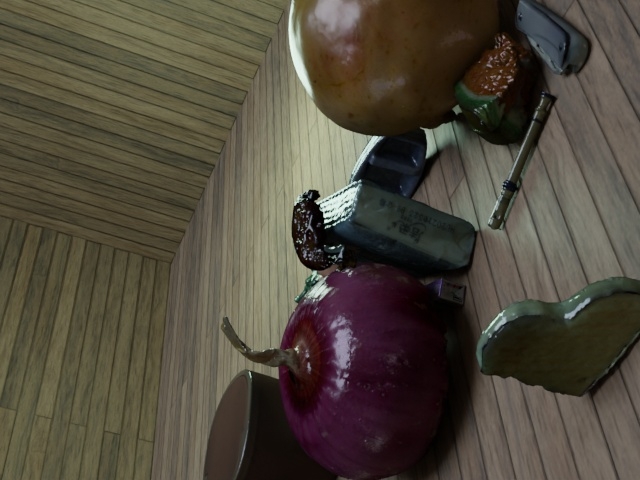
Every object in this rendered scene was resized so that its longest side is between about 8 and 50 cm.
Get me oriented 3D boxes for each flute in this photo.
[{"bbox_3d":[0.318,-0.125,1.686,0.027,0.027,0.233,-123,52,-69],"label":"flute"}]

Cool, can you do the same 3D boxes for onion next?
[{"bbox_3d":[0.049,0.226,1.748,0.358,0.345,0.358,58,160,34],"label":"onion"}]

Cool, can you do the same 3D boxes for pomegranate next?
[{"bbox_3d":[0.141,-0.368,1.939,0.411,0.412,0.411,-163,90,-73],"label":"pomegranate"}]

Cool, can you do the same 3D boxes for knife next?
[{"bbox_3d":[0.365,-0.332,1.710,0.265,0.041,0.073,-105,25,-60],"label":"knife"}]

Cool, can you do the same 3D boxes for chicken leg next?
[{"bbox_3d":[0.000,0.000,1.772,0.253,0.051,0.105,-127,47,-57],"label":"chicken leg"}]

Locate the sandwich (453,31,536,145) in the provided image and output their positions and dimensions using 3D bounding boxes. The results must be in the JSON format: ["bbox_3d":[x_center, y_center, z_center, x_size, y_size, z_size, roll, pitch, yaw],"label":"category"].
[{"bbox_3d":[0.302,-0.243,1.741,0.160,0.109,0.185,-49,19,9],"label":"sandwich"}]

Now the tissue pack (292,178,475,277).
[{"bbox_3d":[0.105,-0.005,1.894,0.316,0.228,0.103,159,129,-70],"label":"tissue pack"}]

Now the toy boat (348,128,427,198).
[{"bbox_3d":[0.124,-0.121,2.129,0.283,0.127,0.078,117,162,-45],"label":"toy boat"}]

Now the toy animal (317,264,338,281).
[{"bbox_3d":[0.049,0.051,2.116,0.171,0.171,0.197,146,127,-65],"label":"toy animal"}]

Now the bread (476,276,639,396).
[{"bbox_3d":[0.310,0.121,1.304,0.232,0.172,0.064,-20,37,12],"label":"bread"}]

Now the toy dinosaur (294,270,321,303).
[{"bbox_3d":[-0.011,0.165,2.376,0.120,0.079,0.291,155,126,-71],"label":"toy dinosaur"}]

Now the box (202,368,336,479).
[{"bbox_3d":[-0.097,0.432,2.150,0.301,0.216,0.300,-162,90,-75],"label":"box"}]

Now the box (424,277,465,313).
[{"bbox_3d":[0.199,0.097,1.808,0.117,0.051,0.036,151,135,-65],"label":"box"}]
